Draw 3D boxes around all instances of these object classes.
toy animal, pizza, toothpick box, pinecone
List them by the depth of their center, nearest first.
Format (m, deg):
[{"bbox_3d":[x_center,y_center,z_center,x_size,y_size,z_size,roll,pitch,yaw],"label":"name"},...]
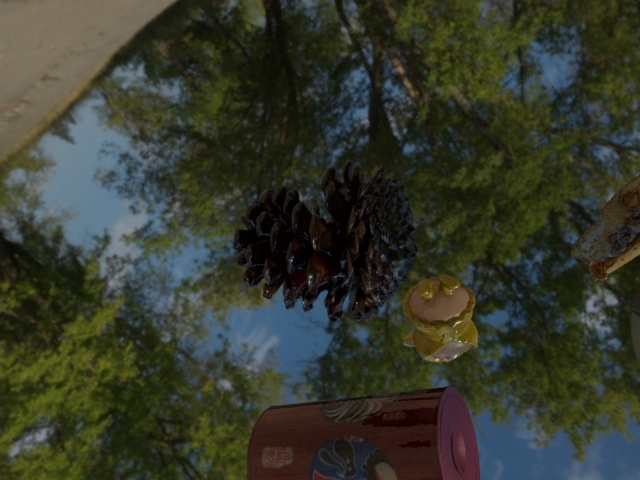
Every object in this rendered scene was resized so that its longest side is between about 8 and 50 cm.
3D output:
[{"bbox_3d":[0.427,-0.022,0.873,0.056,0.134,0.271,66,-31,28],"label":"pizza"},{"bbox_3d":[0.001,-0.001,0.965,0.292,0.246,0.246,1,-133,20],"label":"pinecone"},{"bbox_3d":[0.071,0.359,1.048,0.333,0.204,0.204,-14,-141,27],"label":"toothpick box"},{"bbox_3d":[0.238,0.153,1.276,0.156,0.230,0.156,-5,-131,6],"label":"toy animal"}]

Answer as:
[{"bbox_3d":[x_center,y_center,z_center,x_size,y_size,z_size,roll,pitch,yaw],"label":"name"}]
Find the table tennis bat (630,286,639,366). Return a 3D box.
[{"bbox_3d":[0.421,0.134,0.634,0.173,0.022,0.301,-49,-144,34],"label":"table tennis bat"}]

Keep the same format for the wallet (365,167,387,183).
[{"bbox_3d":[0.081,-0.097,1.325,0.082,0.018,0.156,-47,-176,-33],"label":"wallet"}]
